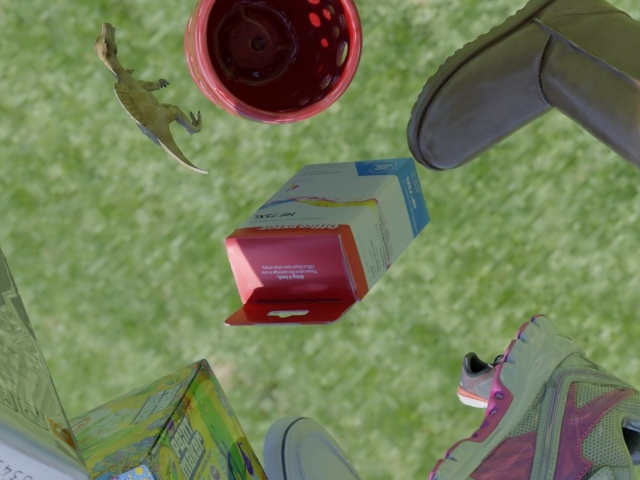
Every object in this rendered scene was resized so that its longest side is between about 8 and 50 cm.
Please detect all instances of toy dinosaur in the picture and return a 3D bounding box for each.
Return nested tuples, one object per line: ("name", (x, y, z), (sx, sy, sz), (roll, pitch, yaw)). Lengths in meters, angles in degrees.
("toy dinosaur", (-0.149, -0.108, 1.560), (0.183, 0.053, 0.092), (54, -165, 19))

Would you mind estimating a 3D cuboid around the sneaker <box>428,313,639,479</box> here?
("sneaker", (0.124, 0.155, 1.006), (0.111, 0.252, 0.103), (23, 144, 16))

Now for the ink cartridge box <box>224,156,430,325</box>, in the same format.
("ink cartridge box", (0.000, 0.000, 1.755), (0.134, 0.231, 0.078), (-3, 115, 29))

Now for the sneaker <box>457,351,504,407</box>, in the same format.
("sneaker", (0.215, 0.158, 1.943), (0.158, 0.061, 0.065), (9, 109, 38))

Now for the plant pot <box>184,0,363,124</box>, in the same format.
("plant pot", (-0.064, -0.229, 2.005), (0.191, 0.191, 0.174), (51, 172, -13))

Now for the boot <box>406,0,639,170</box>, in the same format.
("boot", (0.217, -0.110, 1.488), (0.089, 0.236, 0.269), (44, 180, -36))

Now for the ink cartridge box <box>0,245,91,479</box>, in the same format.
("ink cartridge box", (-0.284, -0.003, 0.947), (0.304, 0.072, 0.307), (34, -170, -35))

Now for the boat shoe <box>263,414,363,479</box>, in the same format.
("boat shoe", (0.041, 0.267, 1.591), (0.084, 0.095, 0.258), (-18, 108, 46))

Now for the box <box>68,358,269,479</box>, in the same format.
("box", (-0.197, 0.258, 1.412), (0.177, 0.279, 0.290), (64, -170, -8))
